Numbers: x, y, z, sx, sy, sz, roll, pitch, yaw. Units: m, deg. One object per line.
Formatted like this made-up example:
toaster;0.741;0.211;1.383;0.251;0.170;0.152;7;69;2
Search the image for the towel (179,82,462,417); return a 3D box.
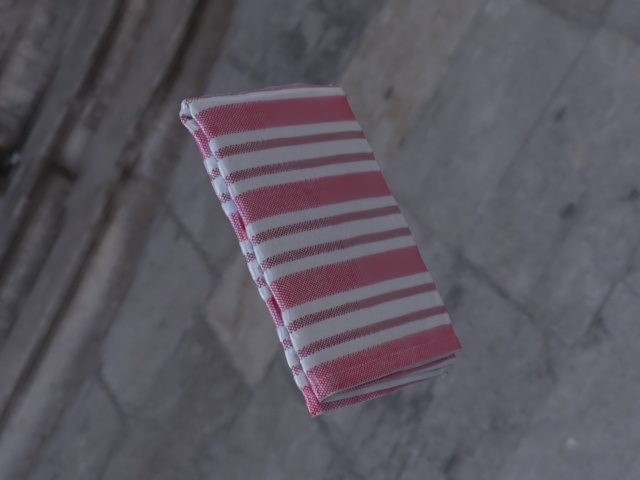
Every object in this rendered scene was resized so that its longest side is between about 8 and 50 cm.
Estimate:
towel;0.000;0.000;0.958;0.029;0.144;0.197;-31;78;35
